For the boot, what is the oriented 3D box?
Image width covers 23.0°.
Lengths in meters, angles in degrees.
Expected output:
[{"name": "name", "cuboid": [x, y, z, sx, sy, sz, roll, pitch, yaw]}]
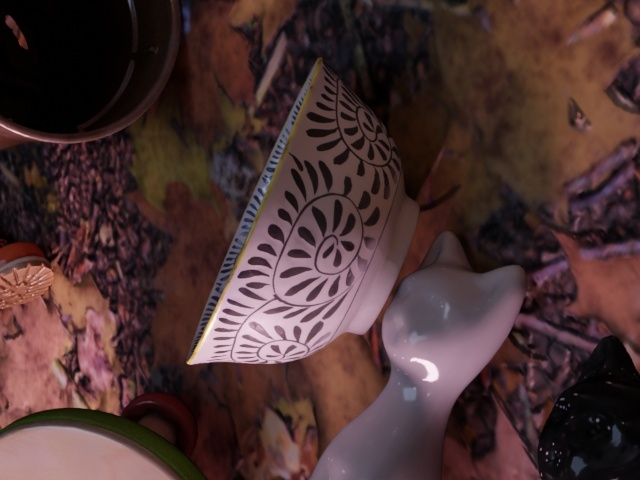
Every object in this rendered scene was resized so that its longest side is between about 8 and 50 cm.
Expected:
[{"name": "boot", "cuboid": [-0.246, 0.013, 1.129, 0.158, 0.059, 0.085, -21, 75, 49]}]

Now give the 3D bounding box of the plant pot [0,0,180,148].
[{"name": "plant pot", "cuboid": [-0.197, -0.127, 0.983, 0.165, 0.167, 0.167, -15, 84, 57]}]

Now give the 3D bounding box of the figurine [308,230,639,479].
[{"name": "figurine", "cuboid": [0.074, 0.118, 0.745, 0.215, 0.092, 0.210, 38, 111, 51]}]

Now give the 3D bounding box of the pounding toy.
[{"name": "pounding toy", "cuboid": [-0.099, 0.185, 0.975, 0.237, 0.110, 0.183, 45, 121, -3]}]

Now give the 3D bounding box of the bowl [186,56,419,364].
[{"name": "bowl", "cuboid": [0.000, 0.000, 0.805, 0.080, 0.170, 0.170, 24, 123, -4]}]
